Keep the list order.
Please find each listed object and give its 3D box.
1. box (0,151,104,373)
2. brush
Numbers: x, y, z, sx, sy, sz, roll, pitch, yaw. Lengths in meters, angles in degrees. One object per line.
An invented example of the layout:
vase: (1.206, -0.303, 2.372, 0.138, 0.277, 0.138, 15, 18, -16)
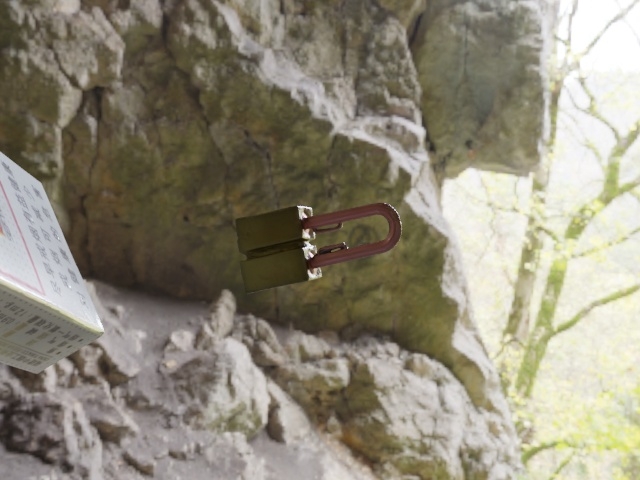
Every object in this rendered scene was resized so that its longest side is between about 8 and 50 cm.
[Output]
box: (-0.335, -0.017, 0.666, 0.095, 0.210, 0.330, -30, -21, -2)
brush: (0.000, 0.000, 0.972, 0.233, 0.103, 0.047, -12, -5, 28)
